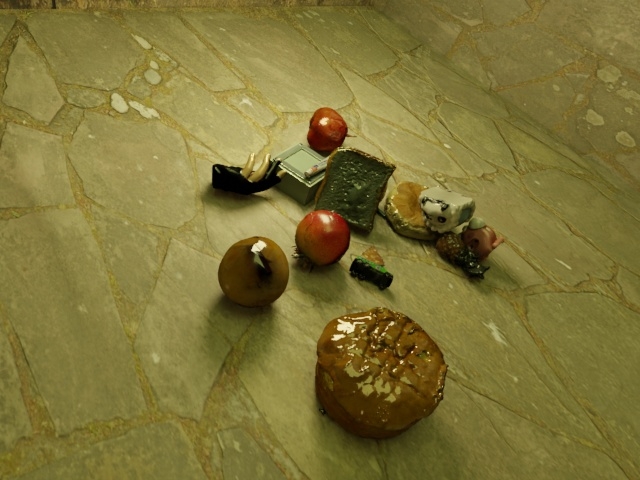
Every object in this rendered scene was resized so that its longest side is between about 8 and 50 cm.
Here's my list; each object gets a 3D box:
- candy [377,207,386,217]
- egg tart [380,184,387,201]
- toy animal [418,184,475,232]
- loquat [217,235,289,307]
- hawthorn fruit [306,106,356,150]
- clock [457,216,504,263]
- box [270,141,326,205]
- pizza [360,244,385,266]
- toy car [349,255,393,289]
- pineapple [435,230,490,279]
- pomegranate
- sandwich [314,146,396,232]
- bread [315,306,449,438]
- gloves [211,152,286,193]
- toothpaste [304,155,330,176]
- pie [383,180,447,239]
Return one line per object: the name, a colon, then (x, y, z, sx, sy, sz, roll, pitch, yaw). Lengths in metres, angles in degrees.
candy: (0.188, -0.218, 2.096, 0.097, 0.097, 0.323, -25, 68, -37)
egg tart: (0.169, -0.244, 2.005, 0.241, 0.240, 0.106, 23, 10, 4)
toy animal: (0.517, -0.122, 1.943, 0.204, 0.155, 0.208, -25, 35, -34)
loquat: (-0.213, 0.104, 1.515, 0.235, 0.235, 0.235, 10, 45, -10)
hawthorn fruit: (0.059, -0.521, 2.261, 0.243, 0.207, 0.207, 13, 44, -14)
clock: (0.661, -0.001, 1.977, 0.093, 0.166, 0.162, -29, 69, -38)
box: (-0.079, -0.298, 2.035, 0.225, 0.117, 0.225, 34, 45, 15)
pizza: (0.210, 0.074, 1.841, 0.099, 0.029, 0.100, 40, 49, 9)
toy car: (0.193, 0.119, 1.759, 0.165, 0.071, 0.062, 25, 30, 6)
pineapple: (0.587, 0.068, 1.928, 0.237, 0.111, 0.119, 42, 84, 16)
pomegranate: (0.000, 0.000, 1.716, 0.210, 0.210, 0.235, 41, 80, 21)
sandwich: (0.134, -0.217, 1.906, 0.271, 0.301, 0.099, 19, 14, -1)
bread: (0.177, 0.387, 1.386, 0.399, 0.215, 0.398, 11, 43, -11)
gloves: (-0.289, -0.263, 1.901, 0.301, 0.197, 0.152, -18, 92, -6)
toothpaste: (0.001, -0.314, 1.979, 0.052, 0.033, 0.218, 40, 41, 12)
pie: (0.436, -0.134, 2.078, 0.340, 0.083, 0.339, 10, 48, -12)
